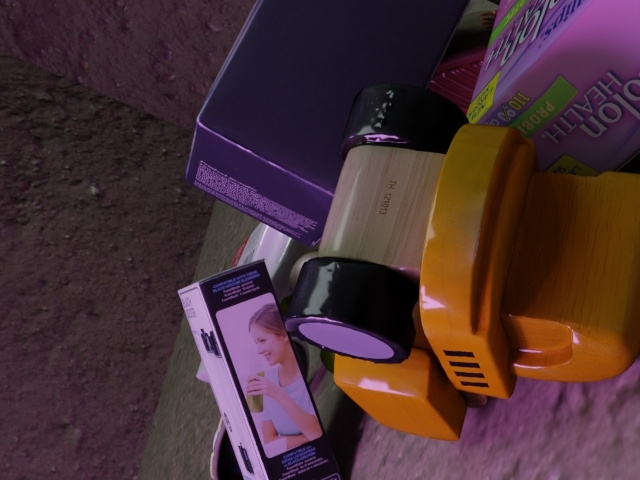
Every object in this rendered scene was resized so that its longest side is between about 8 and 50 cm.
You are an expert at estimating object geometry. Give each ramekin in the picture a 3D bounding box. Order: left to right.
[{"bbox_3d":[0.000,0.000,1.384,0.277,0.135,0.277,-158,90,-80],"label":"ramekin"}]

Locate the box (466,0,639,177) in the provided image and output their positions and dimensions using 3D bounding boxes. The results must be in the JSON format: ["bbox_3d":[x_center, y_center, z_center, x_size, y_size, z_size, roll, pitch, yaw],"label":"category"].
[{"bbox_3d":[0.235,-0.194,0.757,0.213,0.117,0.242,-49,17,54],"label":"box"}]

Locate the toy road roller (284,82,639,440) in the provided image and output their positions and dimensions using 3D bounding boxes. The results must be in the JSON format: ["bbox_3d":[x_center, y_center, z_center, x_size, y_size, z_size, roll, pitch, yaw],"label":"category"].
[{"bbox_3d":[0.137,0.039,0.751,0.329,0.241,0.202,56,-132,-59],"label":"toy road roller"}]

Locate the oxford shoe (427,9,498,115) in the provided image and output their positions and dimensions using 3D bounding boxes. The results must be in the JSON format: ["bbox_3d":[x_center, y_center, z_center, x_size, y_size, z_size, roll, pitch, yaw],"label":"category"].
[{"bbox_3d":[0.177,-0.212,1.068,0.130,0.123,0.348,-66,13,-2],"label":"oxford shoe"}]

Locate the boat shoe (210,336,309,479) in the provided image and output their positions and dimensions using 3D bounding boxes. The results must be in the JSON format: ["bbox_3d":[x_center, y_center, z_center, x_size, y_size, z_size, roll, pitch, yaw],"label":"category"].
[{"bbox_3d":[-0.092,0.262,1.411,0.091,0.109,0.305,-86,16,-53],"label":"boat shoe"}]

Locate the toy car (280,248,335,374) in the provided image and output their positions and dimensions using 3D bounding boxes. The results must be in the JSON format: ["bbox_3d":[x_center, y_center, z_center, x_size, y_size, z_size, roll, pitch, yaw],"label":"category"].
[{"bbox_3d":[0.059,0.052,1.188,0.155,0.149,0.188,-56,-12,30],"label":"toy car"}]

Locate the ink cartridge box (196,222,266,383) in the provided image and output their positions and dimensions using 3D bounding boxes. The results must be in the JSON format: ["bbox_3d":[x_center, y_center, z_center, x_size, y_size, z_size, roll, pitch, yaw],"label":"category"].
[{"bbox_3d":[-0.110,0.120,1.696,0.197,0.114,0.272,-45,25,58],"label":"ink cartridge box"}]

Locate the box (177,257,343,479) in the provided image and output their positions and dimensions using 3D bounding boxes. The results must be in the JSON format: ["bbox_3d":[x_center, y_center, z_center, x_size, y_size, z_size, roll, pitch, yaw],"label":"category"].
[{"bbox_3d":[-0.077,0.175,1.158,0.169,0.087,0.289,163,88,-73],"label":"box"}]

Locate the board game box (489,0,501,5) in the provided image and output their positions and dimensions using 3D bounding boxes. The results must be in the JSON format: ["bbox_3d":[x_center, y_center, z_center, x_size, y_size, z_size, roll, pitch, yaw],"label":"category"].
[{"bbox_3d":[0.212,-0.415,1.022,0.142,0.144,0.275,-25,55,56],"label":"board game box"}]

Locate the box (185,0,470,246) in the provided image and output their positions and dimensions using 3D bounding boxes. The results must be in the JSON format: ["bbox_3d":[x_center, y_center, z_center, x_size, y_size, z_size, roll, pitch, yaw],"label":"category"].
[{"bbox_3d":[0.004,-0.175,0.982,0.296,0.183,0.294,-64,7,-11],"label":"box"}]
